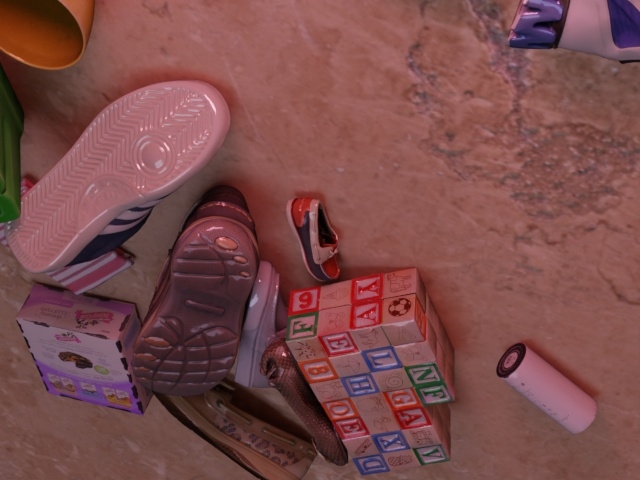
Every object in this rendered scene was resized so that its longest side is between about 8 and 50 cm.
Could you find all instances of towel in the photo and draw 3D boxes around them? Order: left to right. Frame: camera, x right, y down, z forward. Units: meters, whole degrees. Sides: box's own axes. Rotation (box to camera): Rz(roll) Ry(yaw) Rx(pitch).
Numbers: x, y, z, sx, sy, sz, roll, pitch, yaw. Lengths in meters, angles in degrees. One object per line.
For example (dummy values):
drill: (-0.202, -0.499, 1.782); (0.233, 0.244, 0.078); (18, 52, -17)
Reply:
towel: (-0.363, -0.004, 2.202); (0.197, 0.029, 0.144); (38, 142, -24)

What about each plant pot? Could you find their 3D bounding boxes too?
plant pot: (-0.302, -0.268, 1.765); (0.134, 0.095, 0.134); (14, 144, 11)

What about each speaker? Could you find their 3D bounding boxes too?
speaker: (0.292, 0.191, 2.065); (0.136, 0.055, 0.055); (37, 142, -19)

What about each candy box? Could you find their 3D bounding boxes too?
candy box: (-0.339, 0.161, 2.361); (0.165, 0.070, 0.196); (12, 144, 16)

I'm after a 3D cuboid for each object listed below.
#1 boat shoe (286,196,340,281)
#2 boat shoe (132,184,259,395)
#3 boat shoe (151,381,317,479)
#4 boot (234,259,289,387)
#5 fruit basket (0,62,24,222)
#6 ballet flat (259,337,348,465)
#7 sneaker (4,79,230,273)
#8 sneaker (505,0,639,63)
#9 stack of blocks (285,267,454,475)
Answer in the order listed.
boat shoe: (0.000, 0.000, 1.989); (0.043, 0.049, 0.137); (-1, 133, 27)
boat shoe: (-0.150, 0.070, 2.077); (0.132, 0.130, 0.355); (20, 135, -10)
boat shoe: (-0.133, 0.266, 2.386); (0.285, 0.089, 0.104); (40, 167, -18)
boot: (-0.043, 0.117, 2.144); (0.123, 0.095, 0.258); (9, 147, -2)
fruit basket: (-0.525, -0.204, 1.884); (0.283, 0.392, 0.392); (-20, 138, -5)
ballet flat: (-0.021, 0.219, 2.131); (0.058, 0.084, 0.250); (-24, 134, 3)
sneaker: (-0.228, -0.084, 1.960); (0.350, 0.148, 0.131); (-32, 81, 27)
sneaker: (0.293, -0.260, 1.440); (0.182, 0.127, 0.315); (18, 151, 1)
stack of blocks: (0.088, 0.177, 2.096); (0.171, 0.087, 0.297); (-11, 134, 16)
